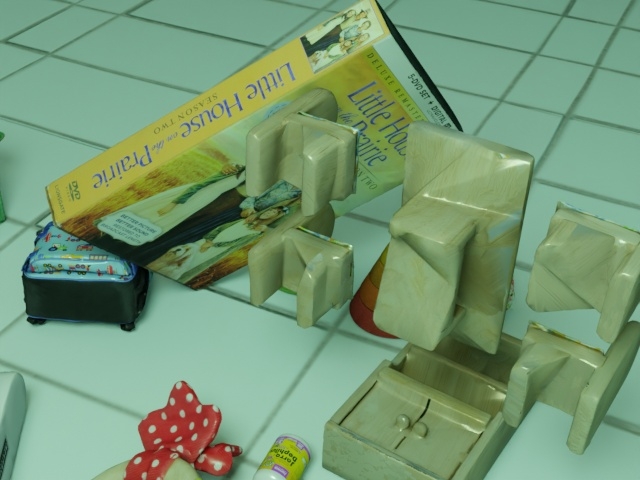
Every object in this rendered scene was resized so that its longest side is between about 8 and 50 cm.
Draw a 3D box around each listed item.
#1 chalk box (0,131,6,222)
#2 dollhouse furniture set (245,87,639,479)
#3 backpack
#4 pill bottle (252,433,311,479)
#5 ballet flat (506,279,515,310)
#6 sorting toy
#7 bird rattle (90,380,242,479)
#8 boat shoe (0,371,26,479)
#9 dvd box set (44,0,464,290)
[{"bbox_3d":[-0.578,-0.087,1.301,0.180,0.179,0.289,19,37,23],"label":"chalk box"},{"bbox_3d":[0.144,0.056,0.947,0.362,0.394,0.256,22,39,25],"label":"dollhouse furniture set"},{"bbox_3d":[-0.297,0.025,1.211,0.158,0.116,0.173,4,32,1],"label":"backpack"},{"bbox_3d":[-0.044,0.246,0.970,0.043,0.043,0.083,15,37,17],"label":"pill bottle"},{"bbox_3d":[0.232,0.020,1.294,0.077,0.091,0.241,30,38,-14],"label":"ballet flat"},{"bbox_3d":[0.000,0.000,1.254,0.366,0.126,0.127,24,41,27],"label":"sorting toy"},{"bbox_3d":[-0.170,0.255,0.889,0.207,0.143,0.253,-23,37,-7],"label":"bird rattle"},{"bbox_3d":[-0.374,0.237,0.913,0.102,0.108,0.301,-1,33,-4],"label":"boat shoe"},{"bbox_3d":[-0.058,-0.087,1.085,0.421,0.308,0.062,-27,64,14],"label":"dvd box set"}]
